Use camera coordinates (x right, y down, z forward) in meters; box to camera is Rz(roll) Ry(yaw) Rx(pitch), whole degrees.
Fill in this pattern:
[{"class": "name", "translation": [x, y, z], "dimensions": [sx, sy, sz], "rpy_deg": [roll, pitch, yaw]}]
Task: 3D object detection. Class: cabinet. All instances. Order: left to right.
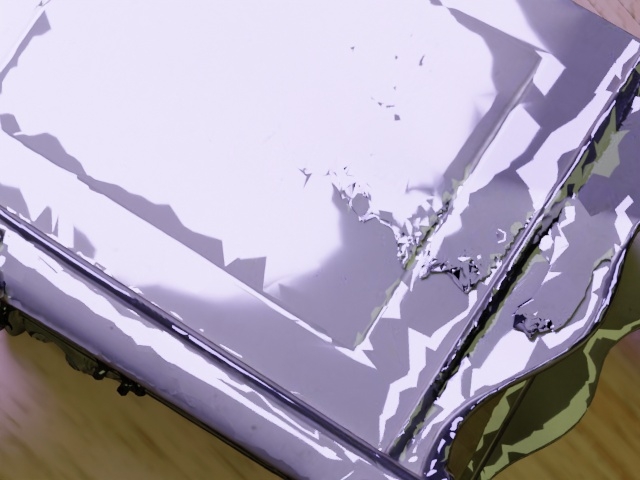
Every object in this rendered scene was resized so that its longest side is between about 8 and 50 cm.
[{"class": "cabinet", "translation": [0.000, 0.000, 0.786], "dimensions": [0.318, 0.290, 0.227], "rpy_deg": [31, 82, 12]}]
